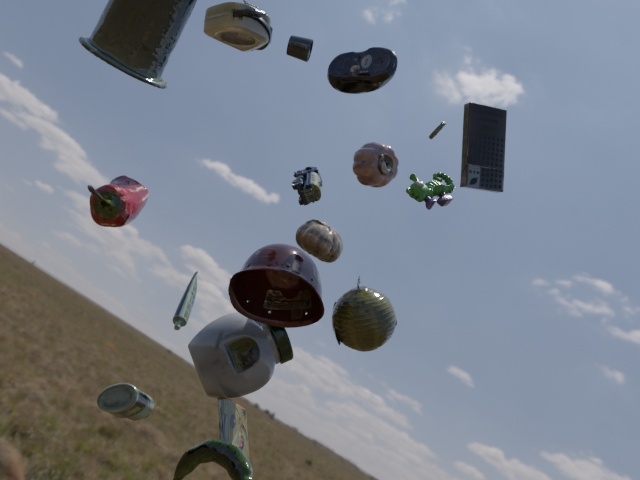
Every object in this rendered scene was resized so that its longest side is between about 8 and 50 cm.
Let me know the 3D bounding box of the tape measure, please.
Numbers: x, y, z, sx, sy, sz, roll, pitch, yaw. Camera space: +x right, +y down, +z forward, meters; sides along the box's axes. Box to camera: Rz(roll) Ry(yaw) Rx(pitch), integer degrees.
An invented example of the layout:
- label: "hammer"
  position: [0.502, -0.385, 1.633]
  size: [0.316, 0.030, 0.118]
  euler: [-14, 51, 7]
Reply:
- label: "tape measure"
  position: [-0.281, -0.817, 2.317]
  size: [0.232, 0.132, 0.271]
  euler: [5, -5, 40]

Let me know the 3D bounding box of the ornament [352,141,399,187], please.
- label: "ornament"
  position: [0.215, -0.289, 2.318]
  size: [0.178, 0.177, 0.177]
  euler: [29, -17, 10]

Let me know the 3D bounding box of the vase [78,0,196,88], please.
- label: "vase"
  position: [-0.436, -0.570, 1.551]
  size: [0.245, 0.291, 0.245]
  euler: [32, 12, -8]

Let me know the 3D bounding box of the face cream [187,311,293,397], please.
- label: "face cream"
  position: [-0.305, 0.430, 2.337]
  size: [0.312, 0.357, 0.219]
  euler: [67, -17, 4]

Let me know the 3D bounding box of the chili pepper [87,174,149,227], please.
- label: "chili pepper"
  position: [-0.596, -0.097, 1.747]
  size: [0.135, 0.131, 0.338]
  euler: [34, 9, -11]

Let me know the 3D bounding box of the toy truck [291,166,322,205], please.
- label: "toy truck"
  position: [-0.038, -0.175, 1.916]
  size: [0.201, 0.088, 0.074]
  euler: [-90, 158, -65]

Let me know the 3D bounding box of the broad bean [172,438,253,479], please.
- label: "broad bean"
  position: [-0.263, 0.560, 1.491]
  size: [0.292, 0.144, 0.049]
  euler: [-19, -37, 31]

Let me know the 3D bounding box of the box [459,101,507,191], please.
- label: "box"
  position: [0.625, -0.353, 2.326]
  size: [0.181, 0.324, 0.047]
  euler: [6, -5, -23]

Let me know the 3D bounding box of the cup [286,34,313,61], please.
- label: "cup"
  position: [-0.071, -0.657, 2.065]
  size: [0.077, 0.078, 0.100]
  euler: [16, 5, 1]

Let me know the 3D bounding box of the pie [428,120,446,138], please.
- label: "pie"
  position: [0.443, -0.417, 2.299]
  size: [0.020, 0.084, 0.084]
  euler: [44, -17, 3]

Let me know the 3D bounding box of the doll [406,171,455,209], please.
- label: "doll"
  position: [0.289, -0.136, 1.588]
  size: [0.115, 0.190, 0.050]
  euler: [56, -45, 21]

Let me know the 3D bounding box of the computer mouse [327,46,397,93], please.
- label: "computer mouse"
  position: [0.137, -0.532, 1.921]
  size: [0.233, 0.137, 0.096]
  euler: [5, -31, 28]

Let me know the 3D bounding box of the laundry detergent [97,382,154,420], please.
- label: "laundry detergent"
  position: [-0.487, 0.423, 1.561]
  size: [0.225, 0.099, 0.070]
  euler: [87, -17, -66]

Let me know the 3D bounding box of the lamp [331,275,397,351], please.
- label: "lamp"
  position: [0.153, 0.268, 2.249]
  size: [0.250, 0.250, 0.284]
  euler: [6, -71, 55]

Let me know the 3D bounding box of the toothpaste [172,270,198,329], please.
- label: "toothpaste"
  position: [-0.455, 0.210, 2.071]
  size: [0.047, 0.268, 0.069]
  euler: [-13, -59, 14]

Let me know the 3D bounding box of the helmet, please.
- label: "helmet"
  position: [-0.143, 0.129, 2.174]
  size: [0.338, 0.230, 0.384]
  euler: [-2, -41, 17]

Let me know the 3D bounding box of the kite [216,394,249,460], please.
- label: "kite"
  position: [-0.318, 0.722, 2.269]
  size: [0.327, 0.013, 0.377]
  euler: [-65, 139, -71]

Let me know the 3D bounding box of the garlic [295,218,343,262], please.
- label: "garlic"
  position: [-0.003, -0.002, 2.623]
  size: [0.228, 0.152, 0.228]
  euler: [34, 0, 0]
